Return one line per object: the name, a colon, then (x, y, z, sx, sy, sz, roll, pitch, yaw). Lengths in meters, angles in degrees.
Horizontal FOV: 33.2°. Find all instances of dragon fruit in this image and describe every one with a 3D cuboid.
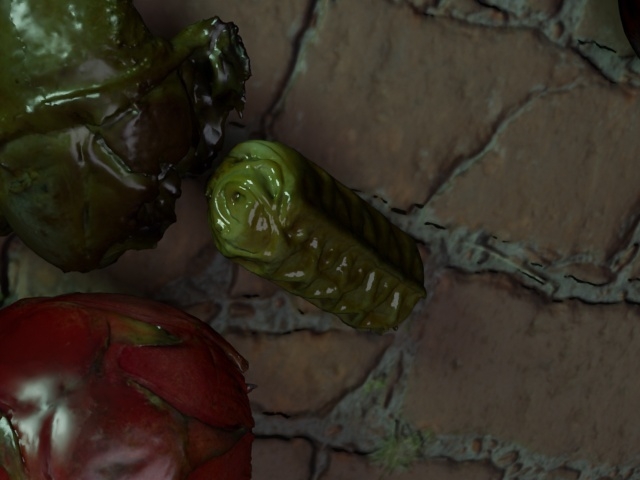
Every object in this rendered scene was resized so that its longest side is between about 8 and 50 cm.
dragon fruit: (-0.173, 0.149, 0.803, 0.252, 0.241, 0.241, -5, 118, 8)

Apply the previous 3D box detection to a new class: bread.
bread: (-0.001, 0.001, 0.861, 0.098, 0.087, 0.269, -54, 146, 2)

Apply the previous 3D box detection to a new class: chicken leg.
chicken leg: (-0.154, -0.140, 0.735, 0.211, 0.140, 0.361, -3, 117, -17)

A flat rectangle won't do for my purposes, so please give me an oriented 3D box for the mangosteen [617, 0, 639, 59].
mangosteen: (0.358, -0.224, 0.929, 0.210, 0.210, 0.210, -11, 117, -22)
